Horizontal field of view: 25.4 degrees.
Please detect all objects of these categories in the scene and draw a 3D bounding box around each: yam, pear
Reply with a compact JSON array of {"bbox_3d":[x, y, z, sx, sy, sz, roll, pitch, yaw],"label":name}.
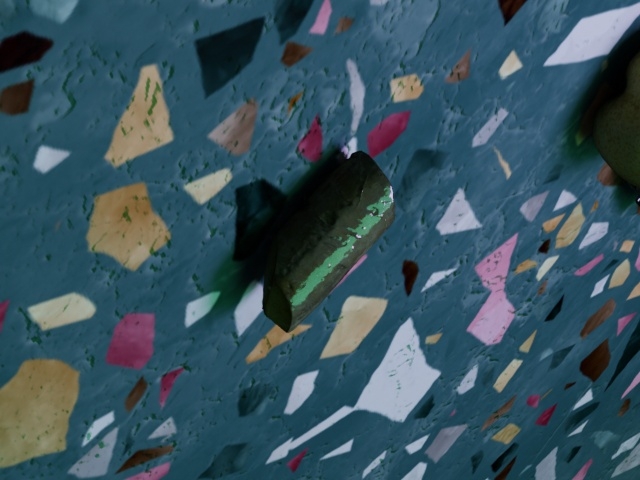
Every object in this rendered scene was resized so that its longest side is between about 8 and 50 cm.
[{"bbox_3d":[0.000,0.000,1.124,0.146,0.070,0.070,-46,149,-4],"label":"yam"},{"bbox_3d":[0.352,-0.124,1.379,0.167,0.136,0.167,-37,147,-28],"label":"pear"}]

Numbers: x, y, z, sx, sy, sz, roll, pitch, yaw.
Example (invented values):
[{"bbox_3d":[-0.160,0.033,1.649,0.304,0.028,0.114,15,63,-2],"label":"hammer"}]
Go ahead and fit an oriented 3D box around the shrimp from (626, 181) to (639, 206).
[{"bbox_3d":[0.374,-0.063,1.533,0.233,0.079,0.090,16,105,-52],"label":"shrimp"}]
